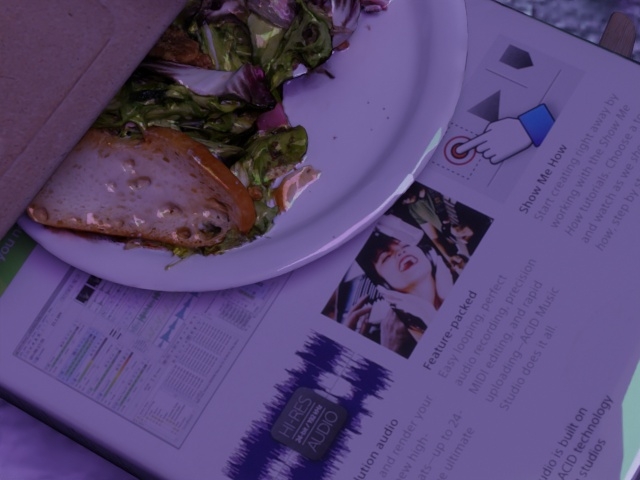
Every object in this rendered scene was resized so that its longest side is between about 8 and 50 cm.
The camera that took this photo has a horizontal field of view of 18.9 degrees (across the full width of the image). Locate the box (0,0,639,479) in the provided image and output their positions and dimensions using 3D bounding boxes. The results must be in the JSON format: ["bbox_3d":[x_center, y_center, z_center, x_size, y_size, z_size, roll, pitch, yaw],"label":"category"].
[{"bbox_3d":[0.000,0.000,0.752,0.322,0.058,0.232,28,74,21],"label":"box"}]

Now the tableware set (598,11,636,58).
[{"bbox_3d":[0.181,-0.088,0.866,0.128,0.039,0.194,26,81,-18],"label":"tableware set"}]

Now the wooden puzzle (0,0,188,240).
[{"bbox_3d":[-0.261,-0.078,0.692,0.322,0.080,0.348,37,110,-12],"label":"wooden puzzle"}]

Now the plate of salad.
[{"bbox_3d":[-0.044,-0.076,0.737,0.200,0.048,0.199,-5,65,11],"label":"plate of salad"}]
